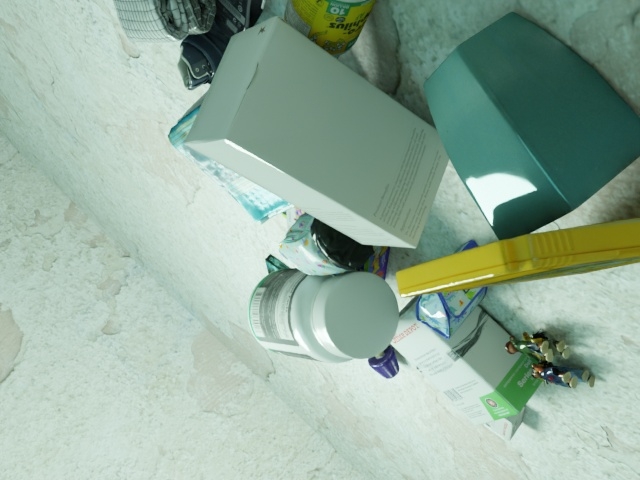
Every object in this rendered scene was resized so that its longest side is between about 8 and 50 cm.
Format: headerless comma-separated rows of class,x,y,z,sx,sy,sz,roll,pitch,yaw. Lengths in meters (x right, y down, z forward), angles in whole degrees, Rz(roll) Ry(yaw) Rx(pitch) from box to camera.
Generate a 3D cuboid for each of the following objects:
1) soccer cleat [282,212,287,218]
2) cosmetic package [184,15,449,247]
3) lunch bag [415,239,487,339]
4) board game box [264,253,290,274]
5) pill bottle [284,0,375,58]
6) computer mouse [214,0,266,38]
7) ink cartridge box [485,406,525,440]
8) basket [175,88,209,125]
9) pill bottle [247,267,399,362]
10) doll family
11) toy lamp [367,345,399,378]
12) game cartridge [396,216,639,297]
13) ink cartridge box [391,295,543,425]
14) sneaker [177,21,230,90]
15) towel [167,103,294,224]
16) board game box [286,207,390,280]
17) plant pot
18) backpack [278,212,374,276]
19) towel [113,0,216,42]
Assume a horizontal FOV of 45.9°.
soccer cleat,-0.107,-0.113,1.754,0.179,0.060,0.072,37,147,3
cosmetic package,0.008,-0.148,1.146,0.365,0.197,0.155,29,167,-29
lunch bag,0.244,0.086,1.384,0.096,0.129,0.151,30,151,30
board game box,-0.096,0.129,2.170,0.126,0.026,0.186,34,155,24
pill bottle,0.012,-0.337,1.084,0.117,0.117,0.208,44,157,4
computer mouse,-0.091,-0.413,1.215,0.184,0.060,0.262,43,146,17
ink cartridge box,0.391,0.379,1.719,0.135,0.056,0.099,33,155,28
basket,-0.212,-0.248,1.558,0.103,0.167,0.113,43,157,-6
pill bottle,0.000,0.156,1.614,0.204,0.204,0.361,52,156,-16
doll family,0.418,0.224,1.395,0.193,0.076,0.111,51,152,-20
toy lamp,0.117,0.244,1.934,0.275,0.080,0.080,55,156,-21
game cartridge,0.302,0.023,0.975,0.285,0.323,0.053,154,107,-67
ink cartridge box,0.288,0.229,1.557,0.289,0.121,0.211,44,157,4
sneaker,-0.156,-0.300,1.379,0.226,0.163,0.086,45,156,-3
towel,-0.095,-0.172,1.388,0.271,0.040,0.370,44,141,-21
board game box,0.037,-0.040,1.592,0.233,0.078,0.347,37,156,20
plant pot,0.251,-0.148,0.946,0.234,0.165,0.165,53,157,3
backpack,0.000,0.000,1.469,0.152,0.115,0.182,52,156,-17
towel,-0.291,-0.488,1.294,0.235,0.121,0.284,25,133,56
